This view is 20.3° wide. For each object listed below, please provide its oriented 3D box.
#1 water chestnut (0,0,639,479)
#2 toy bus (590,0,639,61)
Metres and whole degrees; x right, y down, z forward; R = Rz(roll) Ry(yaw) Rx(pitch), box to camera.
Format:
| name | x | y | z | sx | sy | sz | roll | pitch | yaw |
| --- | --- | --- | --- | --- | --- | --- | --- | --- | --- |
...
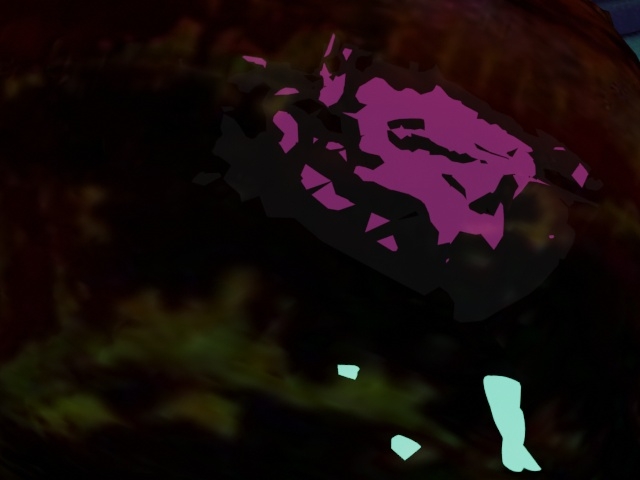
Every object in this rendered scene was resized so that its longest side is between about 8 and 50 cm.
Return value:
| name | x | y | z | sx | sy | sz | roll | pitch | yaw |
| --- | --- | --- | --- | --- | --- | --- | --- | --- | --- |
| water chestnut | 0.000 | 0.000 | 0.702 | 0.350 | 0.350 | 0.302 | 27 | 58 | -15 |
| toy bus | 0.156 | -0.056 | 0.932 | 0.256 | 0.147 | 0.128 | -16 | 73 | -34 |
